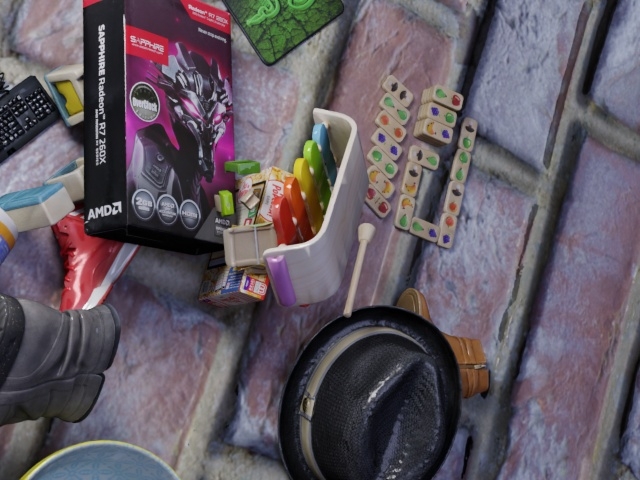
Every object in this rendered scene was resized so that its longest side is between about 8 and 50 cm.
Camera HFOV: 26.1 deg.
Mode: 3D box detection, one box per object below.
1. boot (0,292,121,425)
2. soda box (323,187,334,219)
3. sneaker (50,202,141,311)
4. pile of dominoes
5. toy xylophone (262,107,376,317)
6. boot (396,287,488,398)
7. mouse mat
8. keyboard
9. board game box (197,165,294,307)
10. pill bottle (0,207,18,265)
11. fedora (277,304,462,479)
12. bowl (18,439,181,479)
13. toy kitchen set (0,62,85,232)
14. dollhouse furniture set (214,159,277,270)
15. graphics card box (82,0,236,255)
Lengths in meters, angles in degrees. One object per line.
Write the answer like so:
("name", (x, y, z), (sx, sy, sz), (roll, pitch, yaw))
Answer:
("boot", (-0.403, 0.226, 1.814), (0.223, 0.118, 0.338), (16, 113, -50))
("soda box", (0.000, 0.000, 2.143), (0.058, 0.061, 0.181), (24, 72, -26))
("sneaker", (-0.351, 0.038, 1.938), (0.128, 0.087, 0.221), (36, 58, -9))
("pile of dominoes", (0.171, -0.134, 2.273), (0.196, 0.040, 0.251), (21, 73, -27))
("toy xylophone", (0.008, -0.028, 2.004), (0.322, 0.081, 0.236), (-68, 154, -48))
("boot", (0.199, 0.169, 2.236), (0.152, 0.073, 0.197), (-6, 94, -33))
("mouse mat", (-0.061, -0.384, 2.191), (0.190, 0.007, 0.152), (-41, 104, -29))
("keyboard", (-0.454, -0.162, 1.916), (0.192, 0.038, 0.100), (-44, 105, -28))
("board game box", (-0.110, -0.003, 2.031), (0.045, 0.147, 0.193), (22, 74, -26))
("pill bottle", (-0.523, 0.061, 1.781), (0.152, 0.152, 0.272), (38, 67, -21))
("fedora", (0.099, 0.269, 2.074), (0.334, 0.152, 0.334), (-2, 95, -19))
("bowl", (-0.321, 0.412, 1.849), (0.289, 0.156, 0.289), (4, 82, -30))
("toy kitchen set", (-0.385, -0.130, 1.915), (0.207, 0.122, 0.166), (-45, 118, -49))
("dollhouse furniture set", (-0.108, -0.036, 1.949), (0.076, 0.058, 0.151), (-8, 98, -20))
("graphics card box", (-0.227, -0.175, 1.958), (0.233, 0.094, 0.370), (15, 70, -52))
